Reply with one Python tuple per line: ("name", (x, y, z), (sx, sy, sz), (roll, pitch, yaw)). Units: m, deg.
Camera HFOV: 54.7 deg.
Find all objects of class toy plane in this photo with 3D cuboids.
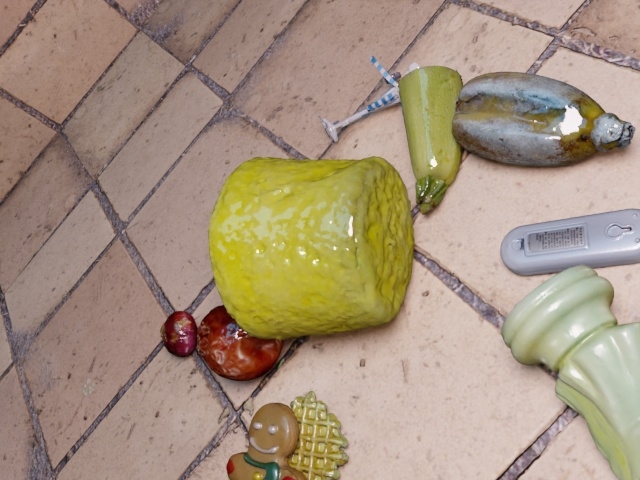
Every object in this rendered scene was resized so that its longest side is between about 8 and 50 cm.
("toy plane", (0.144, -0.297, 1.365), (0.182, 0.107, 0.273), (47, 124, 2))

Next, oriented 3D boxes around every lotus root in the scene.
("lotus root", (0.379, -0.201, 1.070), (0.322, 0.140, 0.158), (20, 96, 38))

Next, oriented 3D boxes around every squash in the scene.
("squash", (0.230, -0.184, 1.215), (0.137, 0.137, 0.287), (-13, 72, 33))

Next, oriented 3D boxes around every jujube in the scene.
("jujube", (-0.174, 0.197, 1.271), (0.236, 0.168, 0.168), (0, 64, 60))

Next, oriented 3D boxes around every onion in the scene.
("onion", (-0.315, 0.213, 1.411), (0.107, 0.097, 0.107), (20, 113, 57))

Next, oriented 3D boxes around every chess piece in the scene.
("chess piece", (0.395, 0.188, 0.823), (0.176, 0.176, 0.298), (-42, 55, 11))

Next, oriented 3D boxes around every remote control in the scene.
("remote control", (0.408, 0.003, 0.989), (0.244, 0.047, 0.087), (-11, 56, 32))

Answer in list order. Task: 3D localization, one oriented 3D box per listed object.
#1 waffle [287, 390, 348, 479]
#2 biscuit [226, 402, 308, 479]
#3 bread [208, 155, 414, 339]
("waffle", (-0.029, 0.374, 1.123), (0.169, 0.036, 0.183), (-45, 48, 12))
("biscuit", (-0.105, 0.442, 1.103), (0.197, 0.049, 0.301), (1, 76, 40))
("bread", (0.000, 0.000, 1.121), (0.307, 0.348, 0.348), (-9, 60, 28))
